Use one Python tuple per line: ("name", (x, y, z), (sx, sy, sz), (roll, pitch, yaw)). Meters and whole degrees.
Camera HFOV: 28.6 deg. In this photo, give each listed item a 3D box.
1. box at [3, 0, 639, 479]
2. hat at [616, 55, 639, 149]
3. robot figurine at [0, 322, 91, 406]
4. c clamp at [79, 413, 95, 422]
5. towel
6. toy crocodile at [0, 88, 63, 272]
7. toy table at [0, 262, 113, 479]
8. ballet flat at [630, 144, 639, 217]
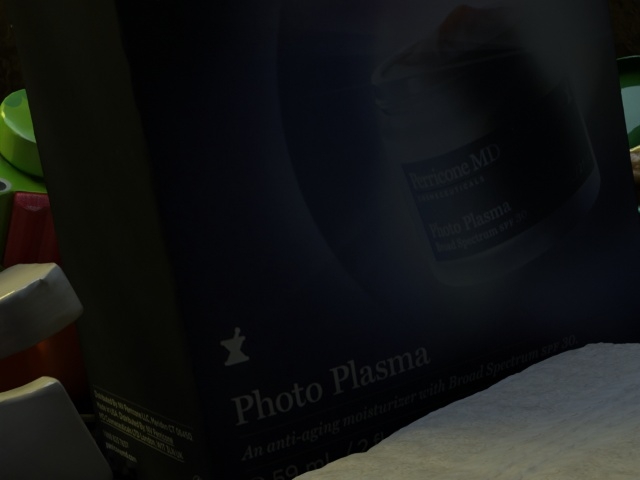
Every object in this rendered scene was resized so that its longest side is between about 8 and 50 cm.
("box", (0.010, -0.037, 0.707), (0.296, 0.294, 0.182), (-16, 10, -28))
("hat", (0.276, -0.048, 1.112), (0.173, 0.208, 0.183), (0, 43, 27))
("robot figurine", (-0.177, 0.052, 0.910), (0.219, 0.128, 0.158), (-19, -20, -46))
("c clamp", (-0.105, 0.058, 0.795), (0.137, 0.161, 0.022), (8, 26, -28))
("towel", (0.115, 0.101, 0.518), (0.282, 0.049, 0.187), (-17, 12, -41))
("toy crocodile", (-0.120, -0.015, 0.817), (0.340, 0.115, 0.105), (6, 38, -27))
("toy table", (-0.227, 0.064, 0.631), (0.161, 0.252, 0.274), (-34, 27, -25))
("ballet flat", (0.197, -0.027, 0.924), (0.342, 0.116, 0.124), (-6, 31, 11))
